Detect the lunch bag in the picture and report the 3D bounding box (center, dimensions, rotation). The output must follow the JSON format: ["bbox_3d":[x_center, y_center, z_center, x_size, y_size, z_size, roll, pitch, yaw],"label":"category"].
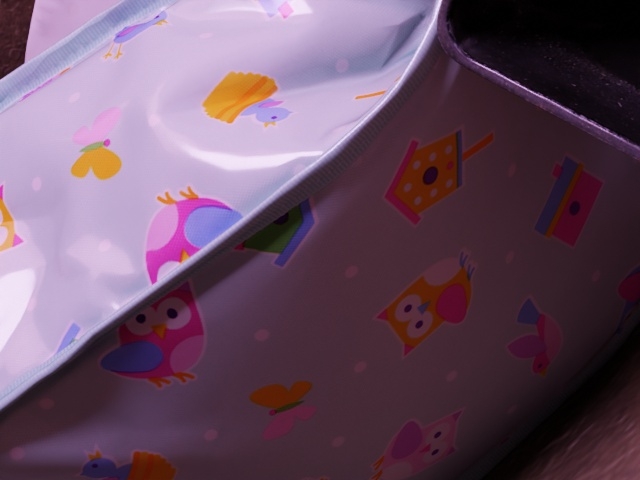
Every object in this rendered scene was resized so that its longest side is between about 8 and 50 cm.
[{"bbox_3d":[0.000,0.000,0.694,0.262,0.223,0.160,-37,47,9],"label":"lunch bag"}]

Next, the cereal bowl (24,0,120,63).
[{"bbox_3d":[0.011,-0.124,0.866,0.339,0.141,0.339,-56,-16,-25],"label":"cereal bowl"}]

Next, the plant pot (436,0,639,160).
[{"bbox_3d":[0.175,-0.116,0.547,0.167,0.187,0.188,-29,-37,-48],"label":"plant pot"}]
